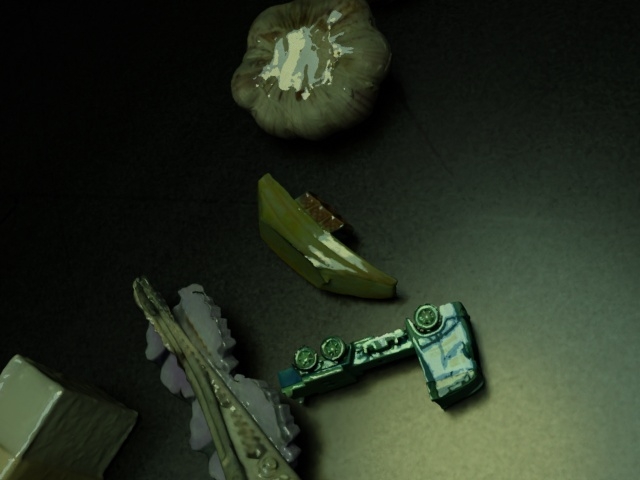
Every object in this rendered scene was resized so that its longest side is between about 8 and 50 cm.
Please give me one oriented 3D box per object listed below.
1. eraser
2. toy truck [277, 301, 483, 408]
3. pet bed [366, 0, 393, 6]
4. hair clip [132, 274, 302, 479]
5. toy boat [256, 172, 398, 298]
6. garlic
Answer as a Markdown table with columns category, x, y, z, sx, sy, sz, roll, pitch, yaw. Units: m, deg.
| category | x | y | z | sx | sy | sz | roll | pitch | yaw |
| --- | --- | --- | --- | --- | --- | --- | --- | --- | --- |
| eraser | -0.309 | 0.272 | 0.779 | 0.078 | 0.144 | 0.343 | 29 | 80 | 26 |
| toy truck | 0.053 | 0.115 | 0.764 | 0.175 | 0.067 | 0.081 | -19 | 67 | 10 |
| pet bed | 0.058 | -0.339 | 0.939 | 0.201 | 0.053 | 0.201 | -4 | 74 | 14 |
| hair clip | -0.094 | 0.141 | 0.784 | 0.292 | 0.085 | 0.106 | 53 | 127 | 30 |
| toy boat | 0.000 | 0.000 | 0.828 | 0.066 | 0.065 | 0.172 | -39 | 65 | -21 |
| garlic | -0.005 | -0.171 | 0.871 | 0.159 | 0.102 | 0.147 | -45 | 77 | 11 |
